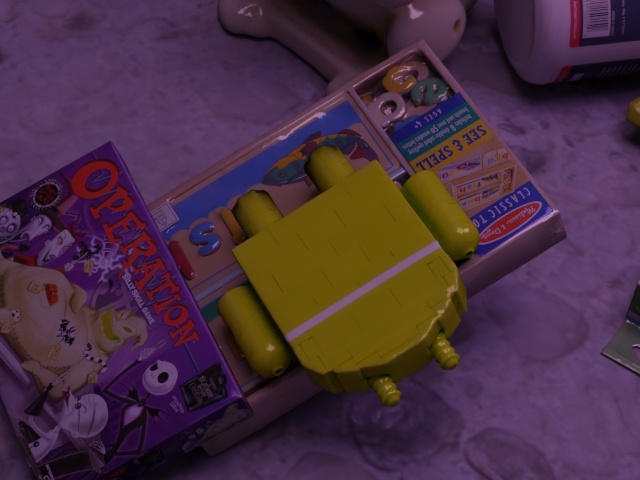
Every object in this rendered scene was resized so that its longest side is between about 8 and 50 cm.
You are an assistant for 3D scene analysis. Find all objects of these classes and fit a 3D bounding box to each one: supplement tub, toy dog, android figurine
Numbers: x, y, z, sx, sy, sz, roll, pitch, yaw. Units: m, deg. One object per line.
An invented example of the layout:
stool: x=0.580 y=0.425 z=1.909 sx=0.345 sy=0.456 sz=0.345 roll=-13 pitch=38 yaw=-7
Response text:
supplement tub: x=0.352 y=-0.285 z=1.930 sx=0.272 sy=0.191 sz=0.191 roll=-7 pitch=50 yaw=-11
toy dog: x=0.089 y=-0.386 z=1.853 sx=0.395 sy=0.408 sz=0.284 roll=-25 pitch=56 yaw=-23
android figurine: x=0.029 y=0.034 z=1.561 sx=0.248 sy=0.056 sz=0.273 roll=-33 pitch=55 yaw=-4

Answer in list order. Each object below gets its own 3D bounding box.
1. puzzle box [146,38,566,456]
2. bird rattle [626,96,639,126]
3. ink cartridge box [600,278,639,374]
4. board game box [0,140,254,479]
puzzle box: x=0.000 y=0.000 z=1.657 sx=0.409 sy=0.052 sz=0.272 roll=-32 pitch=56 yaw=-3
bird rattle: x=0.447 y=-0.128 z=1.799 sx=0.143 sy=0.207 sz=0.253 roll=-17 pitch=49 yaw=-16
ink cartridge box: x=0.388 y=0.057 z=1.722 sx=0.109 sy=0.062 sz=0.209 roll=30 pitch=54 yaw=19
board game box: x=-0.225 y=0.079 z=1.623 sx=0.208 sy=0.056 sz=0.347 roll=-28 pitch=55 yaw=-5
